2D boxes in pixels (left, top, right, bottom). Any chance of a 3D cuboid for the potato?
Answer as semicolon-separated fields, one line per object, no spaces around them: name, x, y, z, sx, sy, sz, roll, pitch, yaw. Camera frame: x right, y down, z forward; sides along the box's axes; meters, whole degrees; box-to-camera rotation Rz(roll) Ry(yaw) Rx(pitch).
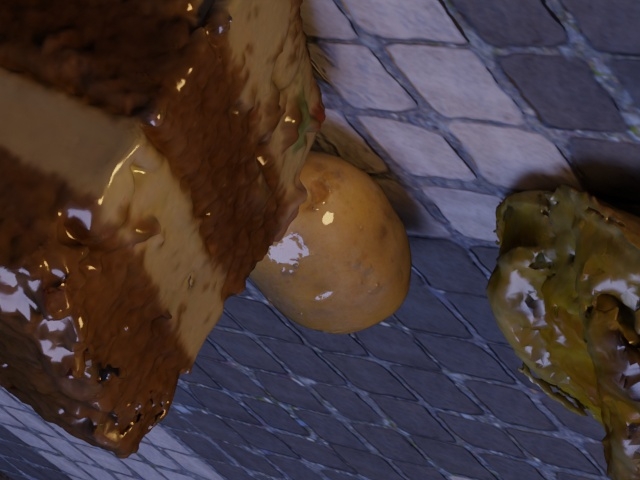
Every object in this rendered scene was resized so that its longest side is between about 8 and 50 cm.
potato;0.000;0.000;1.417;0.118;0.109;0.178;14;157;31

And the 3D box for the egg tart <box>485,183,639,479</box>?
egg tart;0.209;0.082;1.307;0.297;0.132;0.297;39;166;12

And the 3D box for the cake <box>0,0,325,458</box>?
cake;-0.175;-0.067;1.218;0.282;0.290;0.255;22;158;17
